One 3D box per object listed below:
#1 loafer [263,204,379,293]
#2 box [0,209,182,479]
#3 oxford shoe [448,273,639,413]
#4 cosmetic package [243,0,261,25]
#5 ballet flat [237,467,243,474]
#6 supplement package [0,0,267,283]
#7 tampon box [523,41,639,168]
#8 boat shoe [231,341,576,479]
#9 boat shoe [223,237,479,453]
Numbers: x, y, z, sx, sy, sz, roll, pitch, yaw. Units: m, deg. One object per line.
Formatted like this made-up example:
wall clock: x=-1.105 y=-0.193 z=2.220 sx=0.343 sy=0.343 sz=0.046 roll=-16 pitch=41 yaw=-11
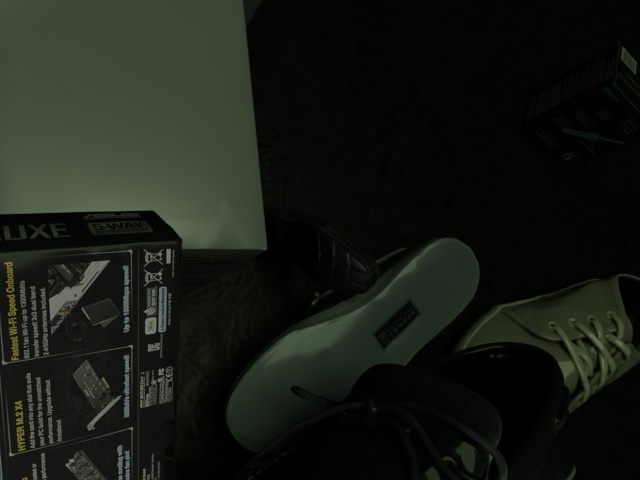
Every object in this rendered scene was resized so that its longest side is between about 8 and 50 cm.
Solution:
loafer: x=0.000 y=0.000 z=0.543 sx=0.061 sy=0.170 sz=0.062 roll=-18 pitch=127 yaw=-41
box: x=-0.216 y=0.141 z=0.323 sx=0.242 sy=0.076 sz=0.308 roll=-5 pitch=110 yaw=-31
oxford shoe: x=0.333 y=0.147 z=0.713 sx=0.449 sy=0.130 sz=0.169 roll=-16 pitch=87 yaw=-32
cosmetic package: x=-0.149 y=-0.337 z=0.550 sx=0.151 sy=0.151 sz=0.184 roll=-13 pitch=82 yaw=-33
ballet flat: x=-0.030 y=0.231 z=0.506 sx=0.079 sy=0.077 sz=0.221 roll=47 pitch=50 yaw=11
supplement package: x=-0.177 y=-0.100 z=0.466 sx=0.204 sy=0.145 sz=0.262 roll=1 pitch=75 yaw=-31
tampon box: x=0.445 y=-0.216 z=0.869 sx=0.120 sy=0.161 sz=0.101 roll=35 pitch=60 yaw=-19
boat shoe: x=0.052 y=0.178 z=0.400 sx=0.500 sy=0.186 sz=0.156 roll=-3 pitch=100 yaw=-43
boat shoe: x=0.027 y=0.094 z=0.553 sx=0.306 sy=0.105 sz=0.113 roll=-40 pitch=103 yaw=-20
